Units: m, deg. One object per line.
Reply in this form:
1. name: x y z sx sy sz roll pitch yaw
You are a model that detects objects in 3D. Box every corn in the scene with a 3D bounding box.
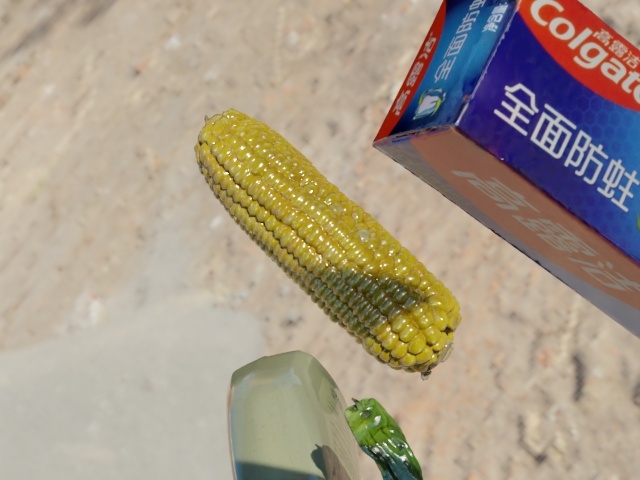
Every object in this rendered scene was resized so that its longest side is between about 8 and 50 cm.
1. corn: -0.001 0.000 1.437 0.102 0.313 0.102 -48 -8 -9

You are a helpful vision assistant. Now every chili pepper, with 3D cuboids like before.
1. chili pepper: 0.046 0.146 1.081 0.030 0.091 0.034 -28 -5 16

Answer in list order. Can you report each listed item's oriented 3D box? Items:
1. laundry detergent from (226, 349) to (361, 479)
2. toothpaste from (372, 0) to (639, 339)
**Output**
1. laundry detergent: -0.009 0.214 1.226 0.091 0.181 0.253 -19 36 6
2. toothpaste: 0.169 0.012 0.661 0.066 0.320 0.076 -8 52 61
